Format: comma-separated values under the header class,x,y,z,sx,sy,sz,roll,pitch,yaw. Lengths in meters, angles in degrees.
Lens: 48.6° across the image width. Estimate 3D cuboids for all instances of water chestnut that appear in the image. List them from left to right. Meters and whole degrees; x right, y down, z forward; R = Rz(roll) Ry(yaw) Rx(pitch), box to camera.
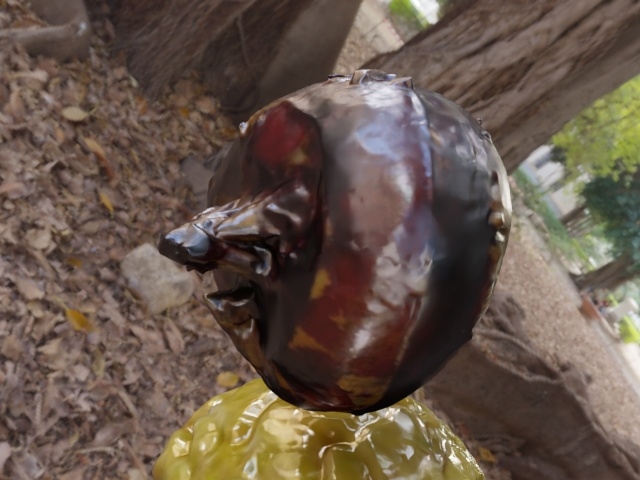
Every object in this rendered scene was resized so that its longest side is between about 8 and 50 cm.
class,x,y,z,sx,sy,sz,roll,pitch,yaw
water chestnut,0.000,0.000,0.585,0.300,0.300,0.300,48,19,-22

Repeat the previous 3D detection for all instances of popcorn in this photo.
class,x,y,z,sx,sy,sz,roll,pitch,yaw
popcorn,0.013,0.302,0.784,0.390,0.354,0.344,37,39,2
